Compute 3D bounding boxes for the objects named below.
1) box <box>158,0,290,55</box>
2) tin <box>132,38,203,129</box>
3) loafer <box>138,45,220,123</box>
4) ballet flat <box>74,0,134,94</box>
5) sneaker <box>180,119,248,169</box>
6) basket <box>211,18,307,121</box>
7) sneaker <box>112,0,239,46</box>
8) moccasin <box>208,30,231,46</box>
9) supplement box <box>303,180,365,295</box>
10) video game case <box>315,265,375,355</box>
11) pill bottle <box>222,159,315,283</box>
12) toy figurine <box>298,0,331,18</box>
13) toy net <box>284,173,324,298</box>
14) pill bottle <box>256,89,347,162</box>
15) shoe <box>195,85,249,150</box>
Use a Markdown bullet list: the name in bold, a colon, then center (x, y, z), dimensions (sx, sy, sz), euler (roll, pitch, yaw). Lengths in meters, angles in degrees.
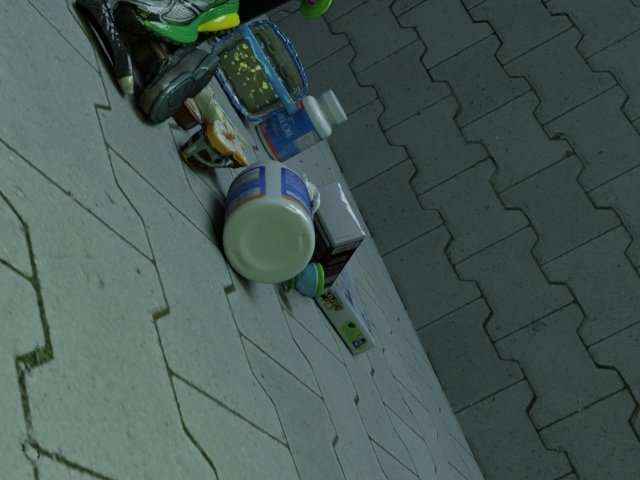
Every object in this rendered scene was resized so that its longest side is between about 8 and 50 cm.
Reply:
- **box**: center (-0.307, -0.719, 1.898), dimensions (0.472, 0.297, 0.480), euler (-112, 177, -47)
- **tin**: center (-0.275, -0.284, 1.714), dimensions (0.190, 0.040, 0.106), euler (56, 14, -30)
- **loafer**: center (-0.253, -0.270, 1.593), dimensions (0.084, 0.096, 0.267), euler (33, 27, -1)
- **ballet flat**: center (-0.329, -0.301, 1.468), dimensions (0.173, 0.049, 0.057), euler (66, -24, 8)
- **sneaker**: center (-0.188, -0.163, 1.691), dimensions (0.084, 0.083, 0.215), euler (62, 6, 8)
- **basket**: center (-0.151, -0.423, 2.335), dimensions (0.255, 0.201, 0.289), euler (60, -1, -14)
- **sneaker**: center (-0.251, -0.434, 1.669), dimensions (0.343, 0.134, 0.146), euler (-44, 148, -57)
- **moccasin**: center (-0.264, -0.596, 2.461), dimensions (0.139, 0.147, 0.380), euler (46, -9, -8)
- **supplement box**: center (0.000, 0.000, 1.901), dimensions (0.130, 0.073, 0.239), euler (65, -26, 19)
- **video game case**: center (0.026, 0.095, 2.185), dimensions (0.244, 0.061, 0.269), euler (58, 9, -31)
- **pill bottle**: center (-0.090, -0.046, 1.645), dimensions (0.152, 0.152, 0.272), euler (58, 9, -20)
- **toy figurine**: center (-0.039, -0.554, 1.874), dimensions (0.159, 0.130, 0.173), euler (47, 42, -49)
- **toy net**: center (-0.028, -0.010, 1.793), dimensions (0.122, 0.045, 0.232), euler (-161, -106, -71)
- **pill bottle**: center (-0.047, -0.307, 2.510), dimensions (0.124, 0.221, 0.124), euler (59, 8, -14)
- **shoe**: center (-0.219, -0.264, 1.906), dimensions (0.219, 0.058, 0.076), euler (60, 8, -9)
